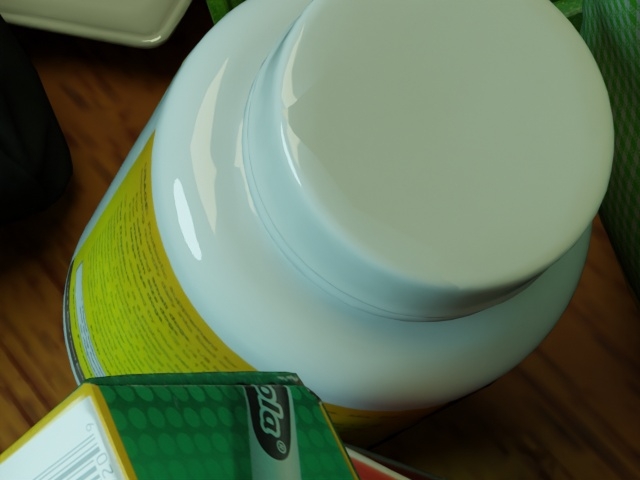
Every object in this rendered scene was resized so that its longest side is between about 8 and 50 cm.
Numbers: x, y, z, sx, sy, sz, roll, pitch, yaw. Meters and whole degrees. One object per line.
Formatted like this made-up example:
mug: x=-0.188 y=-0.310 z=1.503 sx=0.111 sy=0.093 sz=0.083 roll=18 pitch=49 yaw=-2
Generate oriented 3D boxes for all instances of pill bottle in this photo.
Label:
pill bottle: x=0.000 y=0.000 z=0.528 sx=0.117 sy=0.215 sz=0.117 roll=5 pitch=73 yaw=-15

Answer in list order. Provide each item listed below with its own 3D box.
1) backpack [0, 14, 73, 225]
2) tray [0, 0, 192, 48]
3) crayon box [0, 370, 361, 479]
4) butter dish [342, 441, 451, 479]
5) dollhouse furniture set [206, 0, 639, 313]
backpack: x=-0.318 y=-0.043 z=0.655 sx=0.355 sy=0.273 sz=0.290 roll=-31 pitch=87 yaw=10
tray: x=-0.149 y=-0.149 z=0.822 sx=0.270 sy=0.030 sz=0.145 roll=13 pitch=59 yaw=25
crayon box: x=-0.024 y=0.187 z=0.395 sx=0.165 sy=0.081 sz=0.278 roll=-39 pitch=65 yaw=28
butter dish: x=0.037 y=0.131 z=0.492 sx=0.160 sy=0.160 sz=0.118 roll=22 pitch=86 yaw=34
dollhouse furniture set: x=0.047 y=-0.062 z=0.586 sx=0.151 sy=0.197 sz=0.301 roll=-20 pitch=50 yaw=0
